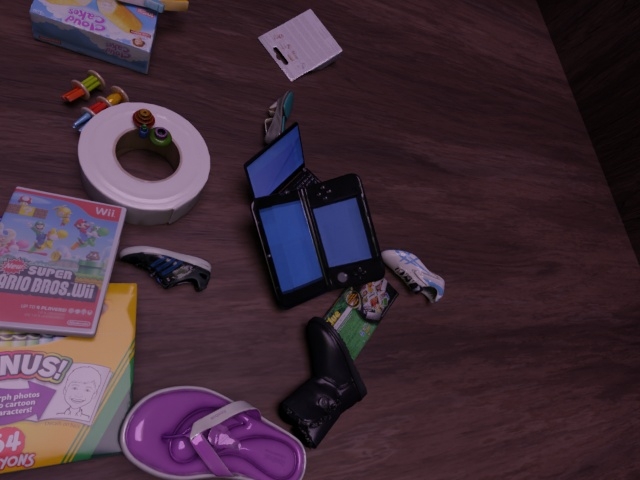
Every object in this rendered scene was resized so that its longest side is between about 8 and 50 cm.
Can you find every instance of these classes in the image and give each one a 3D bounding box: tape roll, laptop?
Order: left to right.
[{"bbox_3d":[-0.414,-0.181,0.975,0.286,0.100,0.286,11,65,-24],"label":"tape roll"},{"bbox_3d":[-0.057,-0.146,1.126,0.264,0.136,0.234,43,57,-3],"label":"laptop"}]

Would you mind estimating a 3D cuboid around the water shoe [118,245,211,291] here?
[{"bbox_3d":[-0.350,0.067,0.922,0.203,0.073,0.080,13,67,-23],"label":"water shoe"}]

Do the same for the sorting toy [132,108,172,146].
[{"bbox_3d":[-0.388,-0.262,0.936,0.102,0.042,0.061,43,56,-7],"label":"sorting toy"}]

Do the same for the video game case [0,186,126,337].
[{"bbox_3d":[-0.505,0.035,0.773,0.204,0.025,0.285,11,54,-22],"label":"video game case"}]

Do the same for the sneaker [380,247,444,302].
[{"bbox_3d":[0.278,0.104,1.234,0.237,0.085,0.086,34,53,-11],"label":"sneaker"}]

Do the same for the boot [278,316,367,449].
[{"bbox_3d":[-0.016,0.334,0.975,0.207,0.094,0.246,-29,91,-37],"label":"boot"}]

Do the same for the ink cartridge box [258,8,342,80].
[{"bbox_3d":[-0.069,-0.658,1.397,0.232,0.066,0.189,-38,90,-13],"label":"ink cartridge box"}]

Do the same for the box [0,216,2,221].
[{"bbox_3d":[-0.575,0.030,0.818,0.126,0.072,0.137,2,70,-27],"label":"box"}]

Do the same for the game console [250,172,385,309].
[{"bbox_3d":[0.000,0.000,1.037,0.173,0.250,0.293,-27,102,-68],"label":"game console"}]

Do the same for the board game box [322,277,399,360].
[{"bbox_3d":[0.109,0.193,1.142,0.136,0.030,0.259,48,56,-6],"label":"board game box"}]

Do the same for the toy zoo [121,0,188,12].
[{"bbox_3d":[-0.497,-0.712,1.124,0.192,0.030,0.293,-17,62,-42],"label":"toy zoo"}]

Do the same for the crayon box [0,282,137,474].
[{"bbox_3d":[-0.534,0.238,0.733,0.363,0.106,0.313,3,68,-27],"label":"crayon box"}]

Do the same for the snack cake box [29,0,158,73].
[{"bbox_3d":[-0.570,-0.556,1.051,0.264,0.089,0.152,10,64,-24],"label":"snack cake box"}]

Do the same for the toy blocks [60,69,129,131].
[{"bbox_3d":[-0.559,-0.330,0.977,0.123,0.054,0.148,33,56,-2],"label":"toy blocks"}]

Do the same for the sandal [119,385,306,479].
[{"bbox_3d":[-0.176,0.392,0.814,0.416,0.102,0.169,32,46,-31],"label":"sandal"}]

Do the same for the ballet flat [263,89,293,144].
[{"bbox_3d":[-0.130,-0.373,1.227,0.068,0.072,0.213,4,61,6],"label":"ballet flat"}]
